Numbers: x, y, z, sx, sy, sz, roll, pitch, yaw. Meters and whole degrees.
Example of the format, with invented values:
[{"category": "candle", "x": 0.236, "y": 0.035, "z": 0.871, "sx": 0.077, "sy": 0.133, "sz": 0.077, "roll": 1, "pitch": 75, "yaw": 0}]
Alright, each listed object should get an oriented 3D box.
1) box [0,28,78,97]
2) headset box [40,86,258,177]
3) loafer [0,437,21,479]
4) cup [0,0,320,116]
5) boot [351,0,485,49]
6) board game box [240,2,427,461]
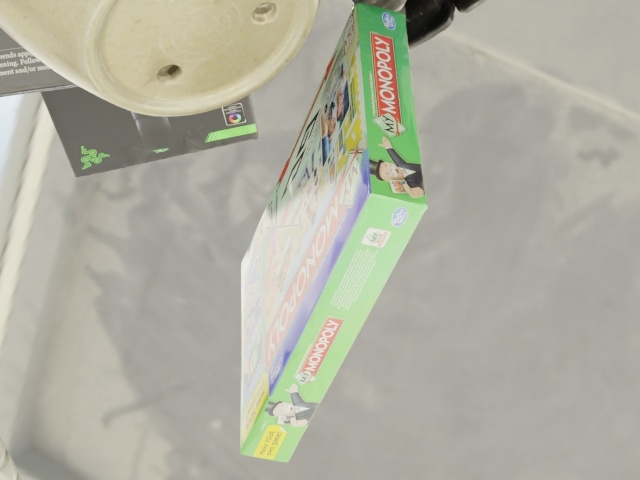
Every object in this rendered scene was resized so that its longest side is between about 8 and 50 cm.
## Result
[{"category": "box", "x": -0.249, "y": -0.318, "z": 1.390, "sx": 0.343, "sy": 0.313, "sz": 0.179, "roll": -8, "pitch": -170, "yaw": -6}, {"category": "headset box", "x": -0.222, "y": -0.225, "z": 1.657, "sx": 0.246, "sy": 0.283, "sz": 0.131, "roll": -12, "pitch": -130, "yaw": -1}, {"category": "loafer", "x": -0.399, "y": 0.189, "z": 1.257, "sx": 0.111, "sy": 0.112, "sz": 0.319, "roll": -35, "pitch": -152, "yaw": -30}, {"category": "cup", "x": -0.121, "y": -0.230, "z": 0.974, "sx": 0.331, "sy": 0.331, "sz": 0.237, "roll": 15, "pitch": -139, "yaw": -45}, {"category": "boot", "x": 0.137, "y": -0.325, "z": 1.174, "sx": 0.118, "sy": 0.338, "sz": 0.223, "roll": 15, "pitch": -138, "yaw": -45}, {"category": "board game box", "x": 0.000, "y": 0.000, "z": 1.077, "sx": 0.046, "sy": 0.317, "sz": 0.214, "roll": 12, "pitch": -135, "yaw": -14}]
